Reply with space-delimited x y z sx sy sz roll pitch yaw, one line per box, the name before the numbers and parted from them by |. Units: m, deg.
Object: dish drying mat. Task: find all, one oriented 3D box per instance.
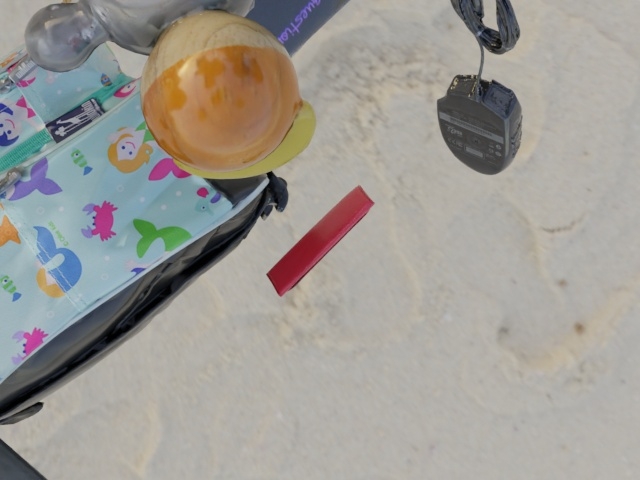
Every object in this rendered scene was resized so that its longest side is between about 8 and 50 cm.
dish drying mat | 0.000 0.000 0.829 0.083 0.032 0.008 -46 121 6

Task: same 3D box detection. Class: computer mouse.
computer mouse | 0.130 -0.136 1.035 0.041 0.071 0.242 -52 156 -25

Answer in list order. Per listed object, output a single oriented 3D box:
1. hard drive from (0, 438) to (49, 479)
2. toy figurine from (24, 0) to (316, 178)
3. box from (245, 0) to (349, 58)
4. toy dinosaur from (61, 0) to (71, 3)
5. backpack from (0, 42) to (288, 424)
hard drive | -0.193 0.125 0.638 0.135 0.022 0.094 40 51 3
toy figurine | -0.061 -0.094 0.319 0.209 0.213 0.148 -7 68 -39
box | -0.078 -0.223 0.535 0.143 0.165 0.270 -44 128 -8
toy dinosaur | -0.197 -0.207 0.861 0.211 0.112 0.064 27 60 -54
backpack | -0.172 -0.005 0.794 0.253 0.225 0.191 -44 97 -6
